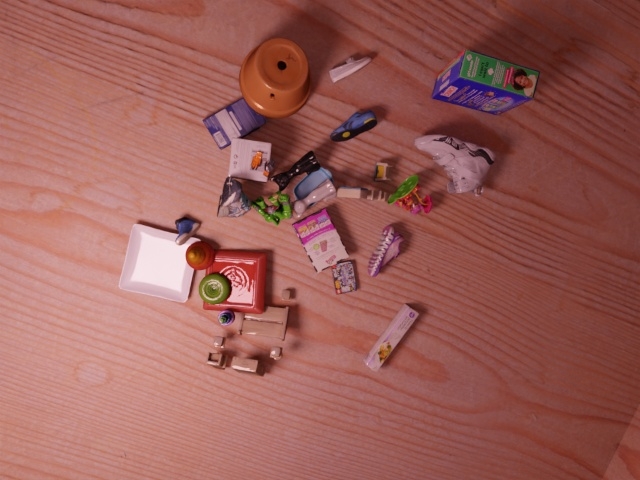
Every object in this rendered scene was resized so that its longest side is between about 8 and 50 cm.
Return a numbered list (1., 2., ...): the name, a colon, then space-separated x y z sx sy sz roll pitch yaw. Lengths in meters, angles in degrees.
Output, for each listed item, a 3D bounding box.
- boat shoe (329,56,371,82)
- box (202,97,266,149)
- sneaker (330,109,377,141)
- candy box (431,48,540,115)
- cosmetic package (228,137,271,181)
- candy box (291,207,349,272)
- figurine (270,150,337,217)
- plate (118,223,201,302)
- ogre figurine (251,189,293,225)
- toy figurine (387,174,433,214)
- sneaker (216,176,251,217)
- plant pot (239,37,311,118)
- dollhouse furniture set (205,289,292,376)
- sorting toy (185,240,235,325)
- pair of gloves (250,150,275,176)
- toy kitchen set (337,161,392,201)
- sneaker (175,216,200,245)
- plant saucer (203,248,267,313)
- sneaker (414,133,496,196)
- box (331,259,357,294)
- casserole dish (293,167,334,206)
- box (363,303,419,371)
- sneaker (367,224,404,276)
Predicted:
1. boat shoe: 0.121 -0.720 1.751 0.184 0.066 0.063 -28 100 6
2. box: -0.346 -0.483 1.727 0.225 0.036 0.136 -31 99 -3
3. sneaker: 0.132 -0.484 1.780 0.210 0.069 0.082 -23 65 5
4. candy box: 0.654 -0.629 1.717 0.318 0.268 0.122 11 91 -8
5. cosmetic package: -0.278 -0.314 1.679 0.152 0.184 0.151 6 95 -9
6. candy box: 0.000 0.000 1.803 0.159 0.071 0.233 -27 98 -4
7. figurine: -0.067 -0.223 1.736 0.210 0.092 0.214 -31 99 5
8. plate: -0.657 0.094 1.747 0.278 0.045 0.277 14 94 -9
9. ogre figurine: -0.193 -0.129 1.738 0.197 0.096 0.118 -20 121 17
10. toy figurine: 0.405 -0.167 1.825 0.159 0.130 0.173 40 112 -18
11. sneaker: -0.326 -0.164 1.658 0.122 0.283 0.110 8 74 -19
12. plant pot: -0.163 -0.640 1.632 0.291 0.203 0.290 0 92 -13
13. dollhouse furniture set: -0.293 0.386 1.826 0.304 0.173 0.355 7 66 5
14. sorting toy: -0.441 0.172 1.669 0.127 0.126 0.365 -24 87 -2
15. pair of gloves: -0.216 -0.287 1.592 0.083 0.010 0.074 26 92 -11
16. toy kitchen set: 0.187 -0.253 1.766 0.207 0.122 0.165 0 97 -47
17. sneaker: -0.560 -0.042 1.702 0.085 0.152 0.058 30 130 0
18. plant saucer: -0.359 0.171 1.753 0.259 0.048 0.258 4 89 3
19. sneaker: 0.559 -0.316 1.803 0.366 0.137 0.210 12 92 -11
20. box: 0.101 0.161 1.854 0.094 0.027 0.136 -12 97 -5
21. casserole dish: -0.030 -0.226 1.793 0.188 0.037 0.114 -43 99 -2
22. box: 0.313 0.432 1.889 0.063 0.067 0.324 36 90 -10
23. sneaker: 0.289 0.058 1.838 0.105 0.095 0.236 26 91 -16
